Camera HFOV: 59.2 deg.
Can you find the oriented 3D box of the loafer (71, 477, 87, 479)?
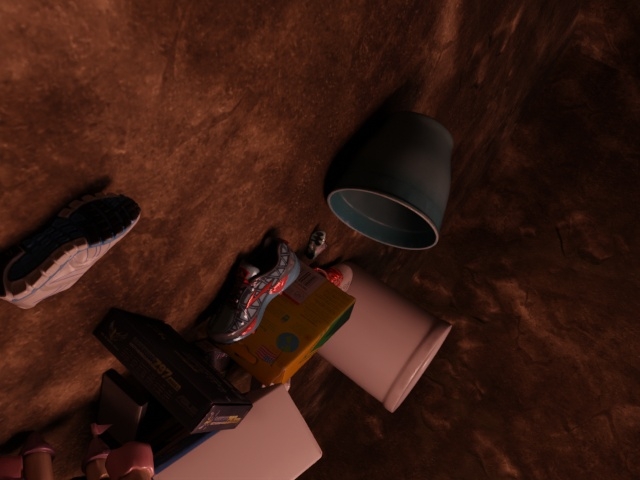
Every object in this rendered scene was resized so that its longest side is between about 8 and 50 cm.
[{"bbox_3d":[-0.468,0.504,1.101,0.062,0.061,0.170,-58,160,10],"label":"loafer"}]

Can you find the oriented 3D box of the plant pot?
[{"bbox_3d":[0.188,-0.154,1.337,0.271,0.272,0.255,72,39,-67],"label":"plant pot"}]

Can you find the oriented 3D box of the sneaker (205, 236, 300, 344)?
[{"bbox_3d":[-0.155,0.093,1.170,0.262,0.104,0.125,-51,144,-25],"label":"sneaker"}]

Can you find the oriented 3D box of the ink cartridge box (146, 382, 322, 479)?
[{"bbox_3d":[-0.229,0.445,1.124,0.285,0.166,0.395,-27,176,-36],"label":"ink cartridge box"}]

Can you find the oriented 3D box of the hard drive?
[{"bbox_3d":[-0.351,0.302,0.996,0.022,0.094,0.135,-32,150,-51],"label":"hard drive"}]

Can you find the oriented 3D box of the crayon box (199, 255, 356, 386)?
[{"bbox_3d":[-0.094,0.186,1.272,0.318,0.202,0.081,-38,154,-40],"label":"crayon box"}]

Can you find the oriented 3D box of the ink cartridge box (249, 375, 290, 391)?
[{"bbox_3d":[-0.140,0.346,1.405,0.296,0.066,0.261,-91,-158,-63],"label":"ink cartridge box"}]

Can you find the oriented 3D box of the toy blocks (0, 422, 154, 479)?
[{"bbox_3d":[-0.422,0.389,0.802,0.289,0.260,0.309,8,121,-38],"label":"toy blocks"}]

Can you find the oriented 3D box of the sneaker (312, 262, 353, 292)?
[{"bbox_3d":[0.016,0.118,1.594,0.270,0.090,0.145,-38,157,-36],"label":"sneaker"}]

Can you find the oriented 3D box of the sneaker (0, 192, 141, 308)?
[{"bbox_3d":[-0.305,0.013,0.693,0.191,0.071,0.083,-38,162,-23],"label":"sneaker"}]

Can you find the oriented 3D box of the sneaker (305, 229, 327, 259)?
[{"bbox_3d":[0.000,0.000,1.447,0.069,0.038,0.098,-36,163,-48],"label":"sneaker"}]

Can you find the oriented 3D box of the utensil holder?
[{"bbox_3d":[0.164,0.290,1.783,0.327,0.385,0.327,-46,159,-24],"label":"utensil holder"}]

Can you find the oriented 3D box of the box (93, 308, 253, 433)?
[{"bbox_3d":[-0.234,0.214,0.923,0.059,0.233,0.183,-52,160,-4],"label":"box"}]

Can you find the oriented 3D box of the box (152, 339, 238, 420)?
[{"bbox_3d":[-0.269,0.304,1.281,0.184,0.045,0.191,-60,161,8],"label":"box"}]
